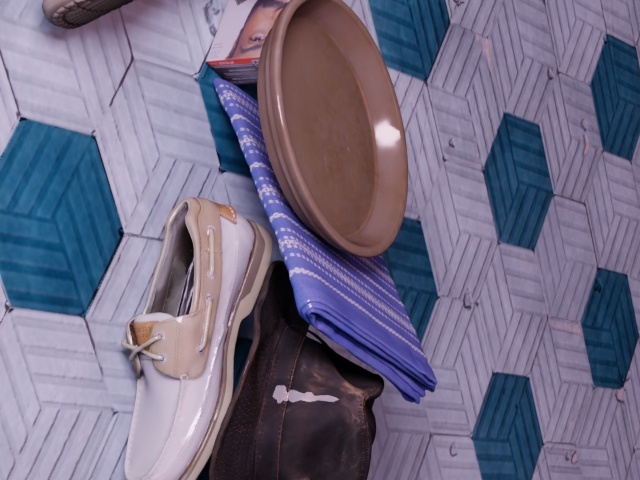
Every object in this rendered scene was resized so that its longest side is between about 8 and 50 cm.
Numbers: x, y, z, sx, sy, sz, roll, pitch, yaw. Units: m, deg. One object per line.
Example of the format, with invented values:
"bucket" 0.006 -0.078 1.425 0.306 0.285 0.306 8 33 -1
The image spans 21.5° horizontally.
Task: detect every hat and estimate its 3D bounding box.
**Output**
"hat" -0.005 0.187 1.721 0.331 0.134 0.331 11 90 -78

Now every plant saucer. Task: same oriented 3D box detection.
"plant saucer" 0.012 -0.116 1.715 0.278 0.041 0.277 35 49 -53

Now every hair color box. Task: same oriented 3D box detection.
"hair color box" -0.049 -0.248 1.786 0.053 0.093 0.167 41 58 -46

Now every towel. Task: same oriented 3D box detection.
"towel" 0.000 0.000 1.754 0.243 0.040 0.336 38 22 -46

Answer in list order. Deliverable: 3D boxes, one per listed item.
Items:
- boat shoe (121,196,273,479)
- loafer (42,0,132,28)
"boat shoe" -0.143 0.102 1.659 0.103 0.113 0.302 31 63 -36
"loafer" -0.189 -0.270 1.597 0.092 0.102 0.268 65 27 -7
